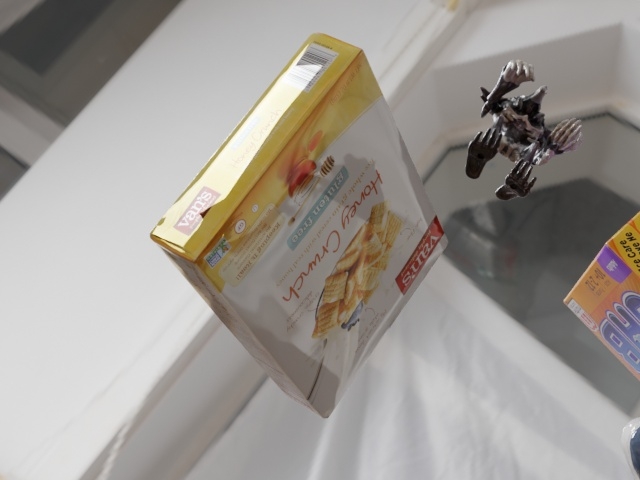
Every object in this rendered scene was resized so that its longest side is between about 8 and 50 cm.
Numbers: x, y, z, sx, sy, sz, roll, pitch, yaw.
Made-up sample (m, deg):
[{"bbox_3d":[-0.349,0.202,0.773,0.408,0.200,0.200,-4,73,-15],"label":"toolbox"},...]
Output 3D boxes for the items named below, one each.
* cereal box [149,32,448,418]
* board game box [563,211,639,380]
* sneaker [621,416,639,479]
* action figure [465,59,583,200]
[{"bbox_3d":[0.000,0.000,0.781,0.047,0.173,0.240,26,-18,33],"label":"cereal box"},{"bbox_3d":[0.613,0.061,1.589,0.356,0.356,0.356,48,-8,13],"label":"board game box"},{"bbox_3d":[0.518,0.371,1.612,0.226,0.086,0.163,60,-10,-20],"label":"sneaker"},{"bbox_3d":[0.306,-0.172,1.704,0.164,0.276,0.141,40,-53,-5],"label":"action figure"}]
